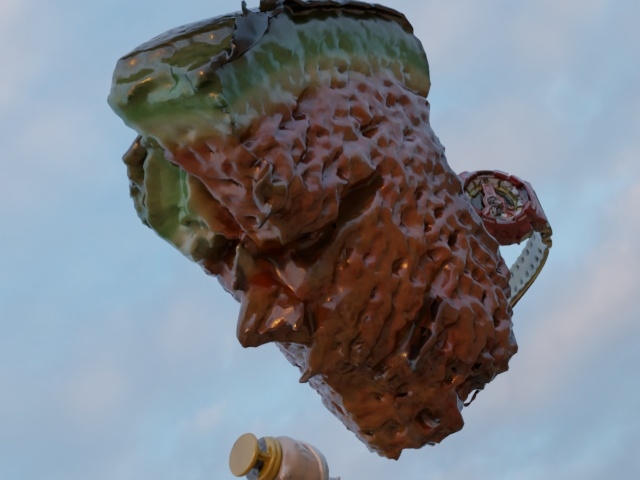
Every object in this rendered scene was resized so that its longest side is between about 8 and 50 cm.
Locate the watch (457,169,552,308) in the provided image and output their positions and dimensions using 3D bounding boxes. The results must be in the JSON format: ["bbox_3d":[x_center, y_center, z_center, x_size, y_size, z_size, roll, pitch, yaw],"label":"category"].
[{"bbox_3d":[0.163,0.036,1.268,0.165,0.102,0.268,4,-43,-20],"label":"watch"}]

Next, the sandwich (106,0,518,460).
[{"bbox_3d":[0.000,0.000,0.696,0.162,0.301,0.250,-21,7,36],"label":"sandwich"}]

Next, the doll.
[{"bbox_3d":[-0.031,0.247,1.149,0.127,0.084,0.073,27,-57,-32],"label":"doll"}]
